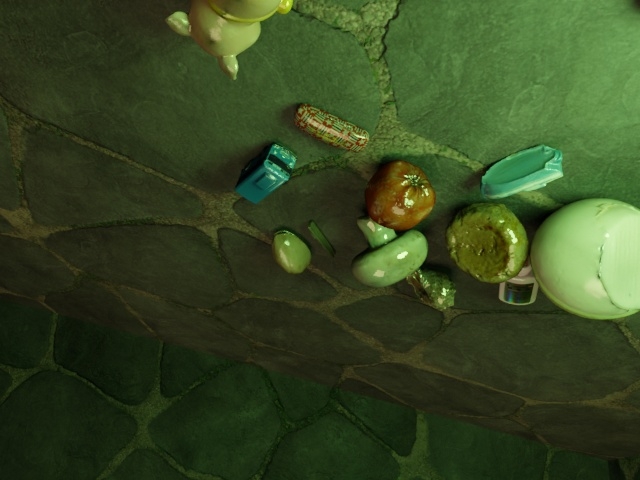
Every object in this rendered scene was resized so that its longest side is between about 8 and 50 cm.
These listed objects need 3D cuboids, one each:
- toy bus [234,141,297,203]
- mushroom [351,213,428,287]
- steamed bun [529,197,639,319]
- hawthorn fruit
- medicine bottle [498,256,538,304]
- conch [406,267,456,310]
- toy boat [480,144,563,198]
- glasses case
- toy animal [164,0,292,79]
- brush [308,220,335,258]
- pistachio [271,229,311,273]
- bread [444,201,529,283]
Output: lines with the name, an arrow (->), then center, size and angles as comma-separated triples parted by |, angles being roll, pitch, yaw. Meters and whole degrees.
toy bus -> -0.154, -0.185, 1.343 | 0.090, 0.106, 0.184 | 34, 143, -23
mushroom -> 0.191, 0.017, 1.449 | 0.243, 0.244, 0.244 | 11, 147, 7
steamed bun -> 0.660, 0.040, 1.207 | 0.309, 0.310, 0.309 | 11, 147, 7
hawthorn fruit -> 0.191, -0.108, 1.252 | 0.179, 0.179, 0.200 | 29, 147, -21
medicine bottle -> 0.626, 0.122, 1.514 | 0.115, 0.078, 0.219 | 4, 146, 20
conch -> 0.367, 0.160, 1.633 | 0.207, 0.130, 0.155 | 36, 131, -6
toy boat -> 0.486, -0.146, 1.155 | 0.215, 0.088, 0.102 | -21, 137, 41
glasses case -> 0.024, -0.271, 1.190 | 0.194, 0.049, 0.073 | 22, 147, -10
toy animal -> -0.156, -0.454, 0.909 | 0.165, 0.149, 0.248 | 41, 130, -11
brush -> 0.000, 0.000, 1.630 | 0.027, 0.034, 0.190 | 4, 147, 35
pistachio -> -0.107, 0.042, 1.675 | 0.126, 0.108, 0.185 | -26, 126, 16
bread -> 0.455, 0.000, 1.305 | 0.229, 0.122, 0.230 | 26, 128, 38
